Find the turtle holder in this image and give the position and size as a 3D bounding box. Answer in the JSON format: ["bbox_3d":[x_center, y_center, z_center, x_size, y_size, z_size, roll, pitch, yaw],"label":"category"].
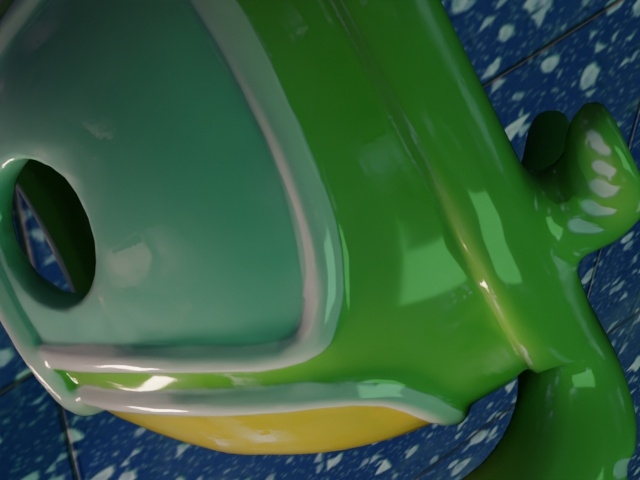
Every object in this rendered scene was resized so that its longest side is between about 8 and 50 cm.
[{"bbox_3d":[-0.005,-0.012,0.619,0.227,0.243,0.320,-26,115,6],"label":"turtle holder"}]
